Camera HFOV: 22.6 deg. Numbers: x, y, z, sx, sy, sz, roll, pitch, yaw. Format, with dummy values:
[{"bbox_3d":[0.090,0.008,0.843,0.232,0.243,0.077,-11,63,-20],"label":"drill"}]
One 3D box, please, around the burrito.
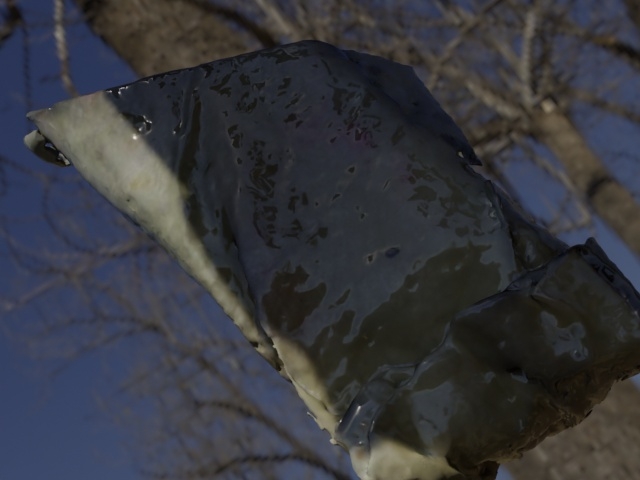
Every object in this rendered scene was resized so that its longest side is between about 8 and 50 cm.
[{"bbox_3d":[0.009,-0.009,0.826,0.175,0.348,0.107,-42,-31,-11],"label":"burrito"}]
